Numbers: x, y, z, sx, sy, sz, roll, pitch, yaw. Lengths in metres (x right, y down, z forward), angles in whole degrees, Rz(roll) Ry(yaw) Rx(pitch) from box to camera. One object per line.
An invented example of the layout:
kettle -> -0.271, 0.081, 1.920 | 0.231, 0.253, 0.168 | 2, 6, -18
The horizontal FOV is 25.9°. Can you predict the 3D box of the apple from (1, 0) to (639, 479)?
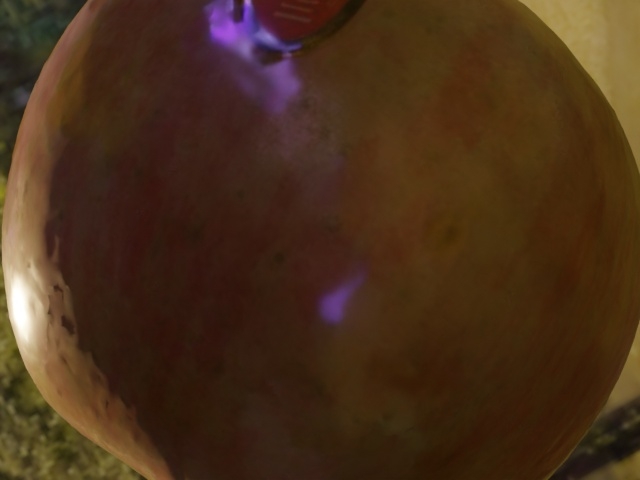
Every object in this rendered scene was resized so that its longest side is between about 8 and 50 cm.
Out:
apple -> 0.000, 0.000, 0.853 | 0.391, 0.346, 0.391 | 35, 177, 2
